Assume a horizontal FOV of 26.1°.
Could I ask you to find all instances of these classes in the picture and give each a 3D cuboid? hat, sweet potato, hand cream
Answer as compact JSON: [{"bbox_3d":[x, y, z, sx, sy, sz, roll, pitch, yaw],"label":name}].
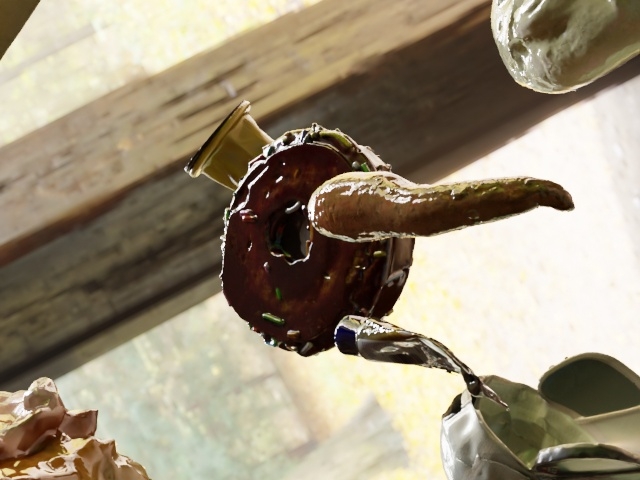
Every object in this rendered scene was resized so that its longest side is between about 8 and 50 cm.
[{"bbox_3d":[0.268,0.232,1.507,0.232,0.275,0.161,-69,-25,-64],"label":"hat"},{"bbox_3d":[0.068,-0.024,0.924,0.214,0.050,0.050,-1,122,43],"label":"sweet potato"},{"bbox_3d":[0.080,0.095,1.115,0.163,0.039,0.062,17,157,42],"label":"hand cream"}]

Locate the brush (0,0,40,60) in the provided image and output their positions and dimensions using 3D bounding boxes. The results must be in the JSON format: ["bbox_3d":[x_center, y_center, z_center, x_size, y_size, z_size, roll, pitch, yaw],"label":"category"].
[{"bbox_3d":[-0.369,-0.181,1.343,0.103,0.233,0.047,38,161,-30],"label":"brush"}]

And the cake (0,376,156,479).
[{"bbox_3d":[-0.249,0.237,0.689,0.314,0.307,0.293,-22,-88,-53],"label":"cake"}]

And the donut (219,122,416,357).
[{"bbox_3d":[0.000,0.000,1.393,0.089,0.235,0.235,4,-135,-47],"label":"donut"}]

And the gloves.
[{"bbox_3d":[-0.017,-0.037,1.698,0.294,0.116,0.133,39,-167,-3],"label":"gloves"}]

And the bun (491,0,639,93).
[{"bbox_3d":[0.229,-0.226,1.173,0.116,0.210,0.237,46,167,-20],"label":"bun"}]
